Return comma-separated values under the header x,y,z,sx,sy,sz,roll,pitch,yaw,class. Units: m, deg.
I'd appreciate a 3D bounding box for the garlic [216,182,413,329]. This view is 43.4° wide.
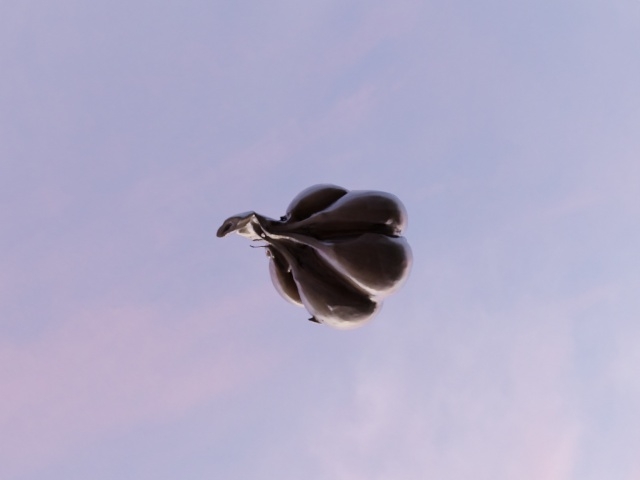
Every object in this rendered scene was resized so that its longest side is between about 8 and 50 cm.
x,y,z,sx,sy,sz,roll,pitch,yaw,class
0.000,0.000,0.701,0.194,0.127,0.131,23,-82,-44,garlic
